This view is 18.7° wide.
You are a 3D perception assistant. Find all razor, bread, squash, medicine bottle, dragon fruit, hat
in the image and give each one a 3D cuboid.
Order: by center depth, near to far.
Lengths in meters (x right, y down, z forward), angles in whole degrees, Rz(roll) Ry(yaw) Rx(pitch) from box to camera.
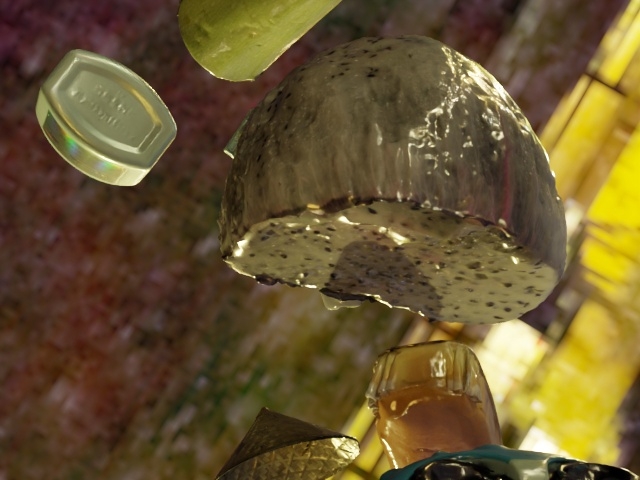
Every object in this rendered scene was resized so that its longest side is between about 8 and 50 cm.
[{"bbox_3d":[0.077,-0.070,1.589,0.204,0.283,0.221,-45,-144,52],"label":"dragon fruit"},{"bbox_3d":[-0.042,0.180,1.747,0.146,0.067,0.146,-17,157,-7],"label":"hat"},{"bbox_3d":[-0.202,-0.107,1.788,0.083,0.121,0.229,-54,-174,-8],"label":"medicine bottle"},{"bbox_3d":[-0.027,-0.292,2.096,0.287,0.137,0.137,-32,-166,46],"label":"squash"},{"bbox_3d":[-0.029,-0.111,2.324,0.068,0.191,0.037,-58,145,-17],"label":"razor"},{"bbox_3d":[0.144,0.234,2.348,0.107,0.136,0.241,-85,164,-45],"label":"bread"}]

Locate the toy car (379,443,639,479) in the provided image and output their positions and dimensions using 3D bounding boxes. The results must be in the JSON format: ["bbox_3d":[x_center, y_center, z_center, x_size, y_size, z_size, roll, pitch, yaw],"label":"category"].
[{"bbox_3d":[0.147,0.258,1.593,0.190,0.255,0.188,-129,-138,-73],"label":"toy car"}]

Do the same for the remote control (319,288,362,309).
[{"bbox_3d":[0.000,0.000,2.196,0.027,0.050,0.184,-58,134,-54],"label":"remote control"}]
